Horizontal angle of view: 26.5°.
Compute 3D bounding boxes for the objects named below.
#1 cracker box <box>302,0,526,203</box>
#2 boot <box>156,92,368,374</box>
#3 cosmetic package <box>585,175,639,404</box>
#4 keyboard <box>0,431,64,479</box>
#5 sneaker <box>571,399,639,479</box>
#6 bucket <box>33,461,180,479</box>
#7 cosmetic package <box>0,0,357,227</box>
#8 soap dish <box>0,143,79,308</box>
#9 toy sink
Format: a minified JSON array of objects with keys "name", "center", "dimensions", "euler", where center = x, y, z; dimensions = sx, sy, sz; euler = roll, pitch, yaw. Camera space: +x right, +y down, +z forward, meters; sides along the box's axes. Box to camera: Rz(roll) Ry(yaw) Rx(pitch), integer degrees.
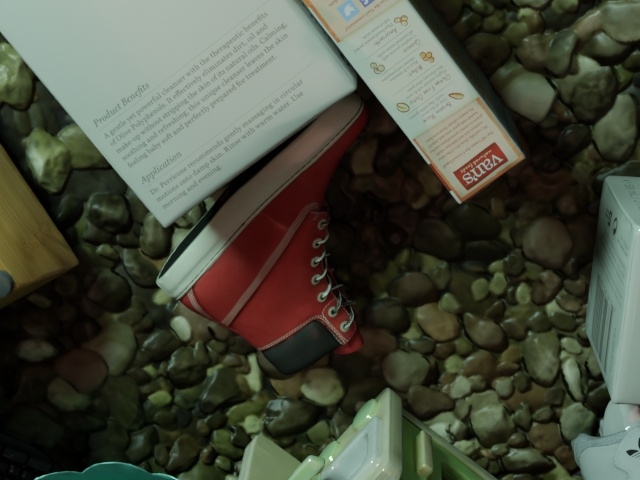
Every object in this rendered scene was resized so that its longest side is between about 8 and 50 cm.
[{"name":"cracker box","center":[0.061,-0.154,1.053],"dimensions":[0.067,0.156,0.232],"euler":[-36,104,14]},{"name":"boot","center":[0.000,0.000,1.150],"dimensions":[0.176,0.088,0.244],"euler":[37,115,-11]},{"name":"cosmetic package","center":[0.325,0.042,1.115],"dimensions":[0.183,0.151,0.152],"euler":[3,109,0]},{"name":"keyboard","center":[-0.379,0.307,1.231],"dimensions":[0.201,0.033,0.317],"euler":[27,89,-21]},{"name":"sneaker","center":[0.328,0.268,1.209],"dimensions":[0.137,0.210,0.366],"euler":[-21,142,10]},{"name":"bucket","center":[-0.169,0.336,1.153],"dimensions":[0.281,0.183,0.281],"euler":[0,72,0]},{"name":"cosmetic package","center":[-0.152,-0.219,1.039],"dimensions":[0.197,0.155,0.366],"euler":[-34,104,12]},{"name":"soap dish","center":[-0.389,0.002,1.146],"dimensions":[0.290,0.118,0.229],"euler":[-29,106,11]},{"name":"toy sink","center":[0.058,0.232,1.193],"dimensions":[0.234,0.153,0.131],"euler":[38,107,-9]}]
